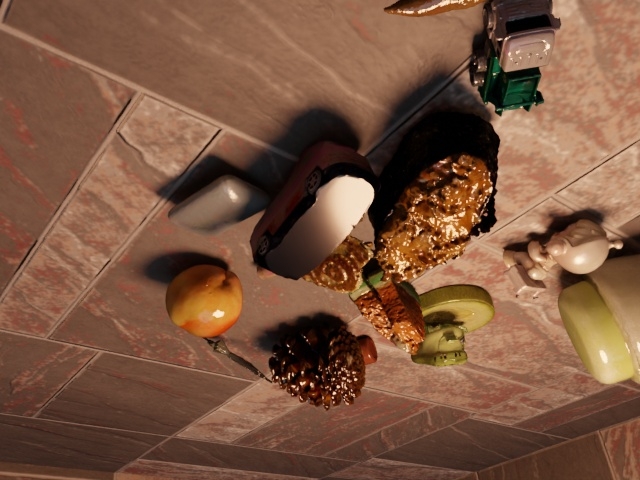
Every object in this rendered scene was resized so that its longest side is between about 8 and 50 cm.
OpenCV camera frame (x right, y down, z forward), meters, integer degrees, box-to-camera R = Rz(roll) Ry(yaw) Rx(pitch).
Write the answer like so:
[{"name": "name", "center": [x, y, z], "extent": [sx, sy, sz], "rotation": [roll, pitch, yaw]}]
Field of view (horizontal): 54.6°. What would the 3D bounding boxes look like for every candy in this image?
[{"name": "candy", "center": [-0.205, -0.068, 1.255], "extent": [0.174, 0.071, 0.138], "rotation": [-28, 150, 28]}]

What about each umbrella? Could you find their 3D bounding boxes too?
[{"name": "umbrella", "center": [-0.249, 0.330, 1.775], "extent": [0.269, 0.044, 0.044], "rotation": [34, 165, -3]}]

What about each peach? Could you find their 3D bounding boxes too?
[{"name": "peach", "center": [-0.270, 0.140, 1.466], "extent": [0.184, 0.184, 0.184], "rotation": [-4, 145, -3]}]

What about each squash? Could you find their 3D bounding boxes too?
[{"name": "squash", "center": [0.366, 0.210, 1.763], "extent": [0.252, 0.048, 0.252], "rotation": [-4, 146, -3]}]

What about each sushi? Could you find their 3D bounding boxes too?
[{"name": "sushi", "center": [0.233, -0.076, 1.199], "extent": [0.235, 0.207, 0.348], "rotation": [11, 140, -11]}]

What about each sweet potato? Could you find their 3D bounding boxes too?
[{"name": "sweet potato", "center": [0.192, -0.365, 0.902], "extent": [0.206, 0.060, 0.068], "rotation": [-19, 107, 7]}]

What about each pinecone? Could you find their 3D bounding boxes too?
[{"name": "pinecone", "center": [-0.014, 0.353, 1.770], "extent": [0.292, 0.246, 0.246], "rotation": [0, 152, 32]}]

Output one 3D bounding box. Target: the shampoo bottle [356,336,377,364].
[{"name": "shampoo bottle", "center": [0.052, 0.365, 1.915], "extent": [0.244, 0.085, 0.085], "rotation": [-19, 143, 21]}]

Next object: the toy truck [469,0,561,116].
[{"name": "toy truck", "center": [0.307, -0.276, 0.972], "extent": [0.110, 0.116, 0.216], "rotation": [-9, 157, 3]}]

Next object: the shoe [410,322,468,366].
[{"name": "shoe", "center": [0.344, 0.296, 1.745], "extent": [0.140, 0.128, 0.262], "rotation": [8, 176, -3]}]

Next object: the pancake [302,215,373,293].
[{"name": "pancake", "center": [0.000, 0.000, 1.350], "extent": [0.258, 0.056, 0.212], "rotation": [20, 125, 19]}]

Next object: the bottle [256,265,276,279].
[{"name": "bottle", "center": [-0.104, 0.062, 1.485], "extent": [0.096, 0.045, 0.045], "rotation": [-22, 142, 24]}]

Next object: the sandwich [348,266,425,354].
[{"name": "sandwich", "center": [0.181, 0.168, 1.559], "extent": [0.109, 0.212, 0.292], "rotation": [-35, 124, 14]}]

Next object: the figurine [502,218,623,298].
[{"name": "figurine", "center": [0.569, 0.037, 1.465], "extent": [0.257, 0.144, 0.182], "rotation": [-34, 134, 30]}]

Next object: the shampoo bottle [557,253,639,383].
[{"name": "shampoo bottle", "center": [0.794, 0.196, 1.565], "extent": [0.317, 0.322, 0.322], "rotation": [-22, 143, 11]}]

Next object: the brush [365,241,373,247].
[{"name": "brush", "center": [0.047, 0.035, 1.496], "extent": [0.170, 0.014, 0.043], "rotation": [-19, 142, 17]}]

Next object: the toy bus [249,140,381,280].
[{"name": "toy bus", "center": [-0.017, -0.058, 1.202], "extent": [0.128, 0.147, 0.302], "rotation": [19, 125, -30]}]
